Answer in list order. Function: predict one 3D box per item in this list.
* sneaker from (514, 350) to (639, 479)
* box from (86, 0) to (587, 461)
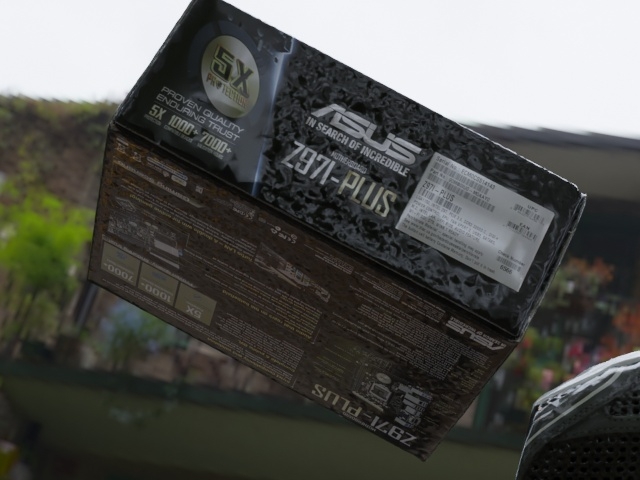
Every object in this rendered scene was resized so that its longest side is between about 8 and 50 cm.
[{"bbox_3d":[0.134,0.060,0.381,0.178,0.072,0.077,-4,-1,4],"label":"sneaker"},{"bbox_3d":[0.000,0.000,0.658,0.180,0.078,0.147,28,-29,3],"label":"box"}]
